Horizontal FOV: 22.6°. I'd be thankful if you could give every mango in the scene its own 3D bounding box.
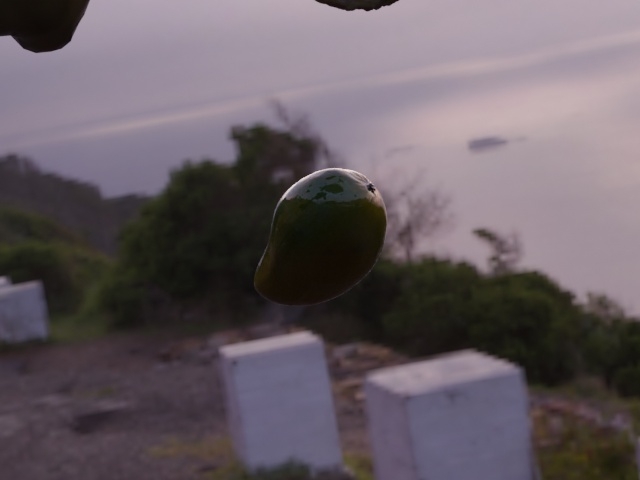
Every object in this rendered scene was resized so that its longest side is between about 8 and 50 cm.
[{"bbox_3d":[0.004,-0.001,1.708,0.122,0.086,0.191,3,-40,-17],"label":"mango"}]

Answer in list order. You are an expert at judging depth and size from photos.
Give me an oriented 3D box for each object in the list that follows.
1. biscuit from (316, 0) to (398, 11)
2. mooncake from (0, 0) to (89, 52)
[{"bbox_3d":[0.006,-0.288,1.347,0.219,0.220,0.033,-13,-19,-29],"label":"biscuit"},{"bbox_3d":[-0.335,-0.240,0.962,0.394,0.393,0.246,-39,34,-11],"label":"mooncake"}]
